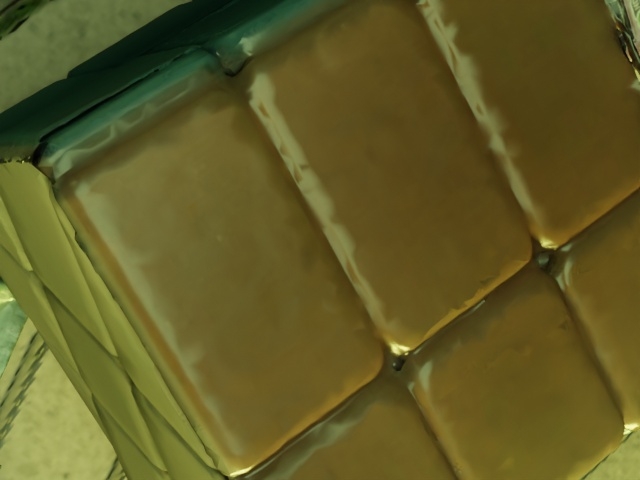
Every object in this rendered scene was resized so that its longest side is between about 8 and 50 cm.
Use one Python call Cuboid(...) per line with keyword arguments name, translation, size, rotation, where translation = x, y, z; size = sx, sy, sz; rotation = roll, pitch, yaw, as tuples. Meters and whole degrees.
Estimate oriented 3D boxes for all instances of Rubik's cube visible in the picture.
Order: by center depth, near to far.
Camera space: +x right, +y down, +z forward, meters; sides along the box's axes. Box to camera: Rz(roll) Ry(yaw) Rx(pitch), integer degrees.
Cuboid(name="Rubik's cube", translation=(0.000, 0.000, 0.589), size=(0.224, 0.231, 0.221), rotation=(-34, 106, -19))

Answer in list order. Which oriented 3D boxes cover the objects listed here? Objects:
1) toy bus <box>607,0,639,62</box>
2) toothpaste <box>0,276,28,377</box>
Cuboid(name="toy bus", translation=(0.115, -0.176, 0.681), size=(0.108, 0.096, 0.199), rotation=(-23, 102, -11))
Cuboid(name="toothpaste", translation=(-0.269, -0.008, 0.599), size=(0.297, 0.048, 0.075), rotation=(29, 80, -23))
